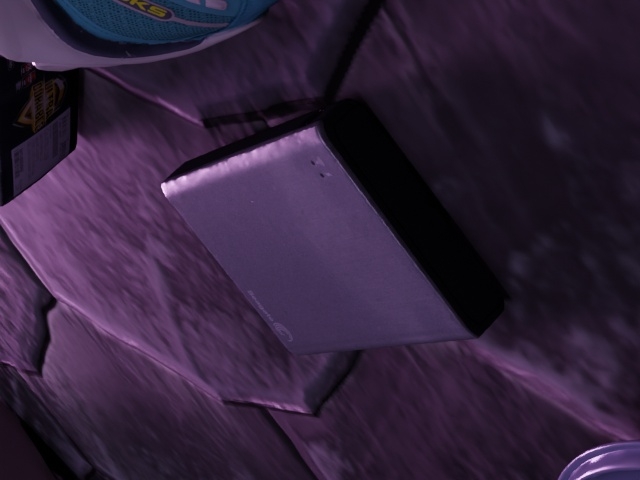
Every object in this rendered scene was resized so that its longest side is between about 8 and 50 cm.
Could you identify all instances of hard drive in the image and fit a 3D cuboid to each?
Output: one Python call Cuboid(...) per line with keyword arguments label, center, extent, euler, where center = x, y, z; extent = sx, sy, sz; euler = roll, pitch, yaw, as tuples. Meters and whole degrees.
Cuboid(label="hard drive", center=(0.000, 0.000, 0.566), extent=(0.094, 0.022, 0.135), euler=(52, 154, -13))

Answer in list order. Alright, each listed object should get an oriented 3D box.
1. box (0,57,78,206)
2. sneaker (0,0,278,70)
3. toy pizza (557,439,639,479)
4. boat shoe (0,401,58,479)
Cuboid(label="box", center=(-0.196, -0.134, 0.629), extent=(0.220, 0.051, 0.175), euler=(40, 154, 12))
Cuboid(label="sneaker", center=(-0.087, -0.170, 0.399), extent=(0.110, 0.107, 0.275), euler=(-6, 131, 35))
Cuboid(label="toy pizza", center=(0.166, 0.138, 0.507), extent=(0.201, 0.032, 0.201), euler=(35, 151, 23))
Cuboid(label="boat shoe", center=(-0.241, 0.241, 1.146), extent=(0.340, 0.127, 0.158), euler=(45, 147, 0))
